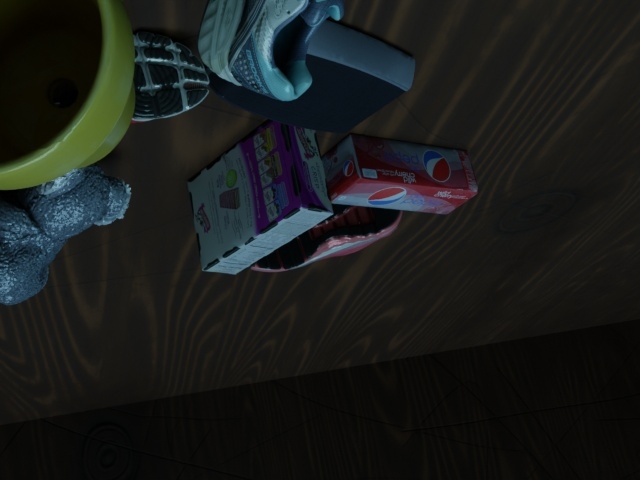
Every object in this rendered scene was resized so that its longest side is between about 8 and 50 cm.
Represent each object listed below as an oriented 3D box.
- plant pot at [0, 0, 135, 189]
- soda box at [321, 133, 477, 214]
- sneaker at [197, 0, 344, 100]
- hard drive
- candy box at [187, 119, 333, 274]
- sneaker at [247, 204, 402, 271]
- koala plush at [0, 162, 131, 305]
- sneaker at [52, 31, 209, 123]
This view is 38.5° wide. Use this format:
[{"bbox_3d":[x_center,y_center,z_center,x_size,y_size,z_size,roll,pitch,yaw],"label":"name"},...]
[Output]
[{"bbox_3d":[-0.294,-0.168,0.910,0.254,0.253,0.239,-15,175,4],"label":"plant pot"},{"bbox_3d":[0.133,-0.105,1.508,0.263,0.083,0.092,4,153,-36],"label":"soda box"},{"bbox_3d":[-0.018,-0.261,0.849,0.110,0.122,0.283,-22,139,-44],"label":"sneaker"},{"bbox_3d":[-0.007,-0.210,1.196,0.255,0.054,0.172,9,150,-44],"label":"hard drive"},{"bbox_3d":[-0.095,-0.065,1.369,0.071,0.159,0.233,11,150,-44],"label":"candy box"},{"bbox_3d":[0.001,0.000,1.653,0.314,0.115,0.136,-15,160,4],"label":"sneaker"},{"bbox_3d":[-0.382,-0.040,1.257,0.221,0.203,0.196,-28,158,5],"label":"koala plush"},{"bbox_3d":[-0.273,-0.179,1.103,0.279,0.107,0.118,-8,177,-4],"label":"sneaker"}]
